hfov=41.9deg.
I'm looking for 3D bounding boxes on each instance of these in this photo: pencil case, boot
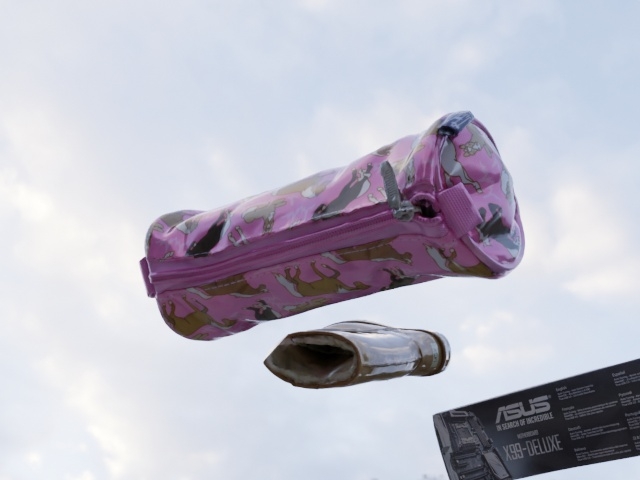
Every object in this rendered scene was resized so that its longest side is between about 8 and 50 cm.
[{"bbox_3d":[0.000,0.000,0.827,0.386,0.160,0.167,-16,-45,34],"label":"pencil case"},{"bbox_3d":[0.017,0.144,1.074,0.236,0.089,0.269,-10,-9,32],"label":"boot"}]

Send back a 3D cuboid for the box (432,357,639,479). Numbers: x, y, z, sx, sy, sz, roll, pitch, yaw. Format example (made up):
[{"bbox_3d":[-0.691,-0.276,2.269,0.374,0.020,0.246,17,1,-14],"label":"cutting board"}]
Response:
[{"bbox_3d":[0.293,0.144,0.744,0.242,0.076,0.307,0,-20,-43],"label":"box"}]
